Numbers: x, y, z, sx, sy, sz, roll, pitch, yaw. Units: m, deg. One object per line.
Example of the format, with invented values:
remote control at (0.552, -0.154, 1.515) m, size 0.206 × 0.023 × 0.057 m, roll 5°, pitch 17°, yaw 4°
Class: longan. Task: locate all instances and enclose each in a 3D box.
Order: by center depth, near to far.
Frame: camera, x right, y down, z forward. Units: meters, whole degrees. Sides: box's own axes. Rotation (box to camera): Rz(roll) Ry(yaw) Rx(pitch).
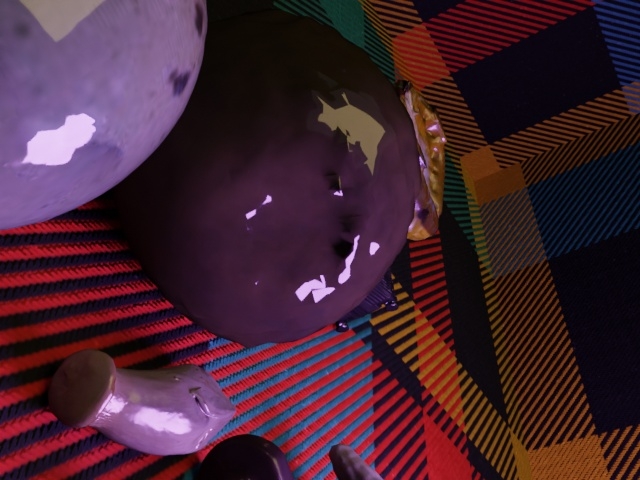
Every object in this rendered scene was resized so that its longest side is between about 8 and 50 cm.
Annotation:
longan at (-0.067, -0.084, 0.918) m, size 0.436 × 0.403 × 0.404 m, roll 68°, pitch 22°, yaw 0°

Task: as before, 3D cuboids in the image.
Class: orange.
orange at (0.113, -0.133, 1.232) m, size 0.271 × 0.210 × 0.369 m, roll 69°, pitch 19°, yaw -9°

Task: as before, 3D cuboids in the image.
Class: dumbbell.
dumbbell at (-0.125, 0.316, 0.772) m, size 0.225 × 0.123 × 0.141 m, roll -11°, pitch 80°, yaw -67°

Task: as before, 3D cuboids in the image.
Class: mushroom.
mushroom at (-0.190, 0.190, 0.787) m, size 0.247 × 0.096 × 0.108 m, roll 26°, pitch 72°, yaw -54°

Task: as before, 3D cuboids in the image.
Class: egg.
egg at (-0.284, -0.191, 0.608) m, size 0.345 × 0.344 × 0.428 m, roll 53°, pitch 39°, yaw -31°

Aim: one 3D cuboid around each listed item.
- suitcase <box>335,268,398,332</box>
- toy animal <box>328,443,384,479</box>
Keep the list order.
suitcase at (0.000, 0.000, 1.323) m, size 0.335 × 0.152 × 0.230 m, roll 40°, pitch 33°, yaw -44°
toy animal at (0.039, 0.499, 0.955) m, size 0.188 × 0.266 × 0.308 m, roll -12°, pitch 123°, yaw -53°
